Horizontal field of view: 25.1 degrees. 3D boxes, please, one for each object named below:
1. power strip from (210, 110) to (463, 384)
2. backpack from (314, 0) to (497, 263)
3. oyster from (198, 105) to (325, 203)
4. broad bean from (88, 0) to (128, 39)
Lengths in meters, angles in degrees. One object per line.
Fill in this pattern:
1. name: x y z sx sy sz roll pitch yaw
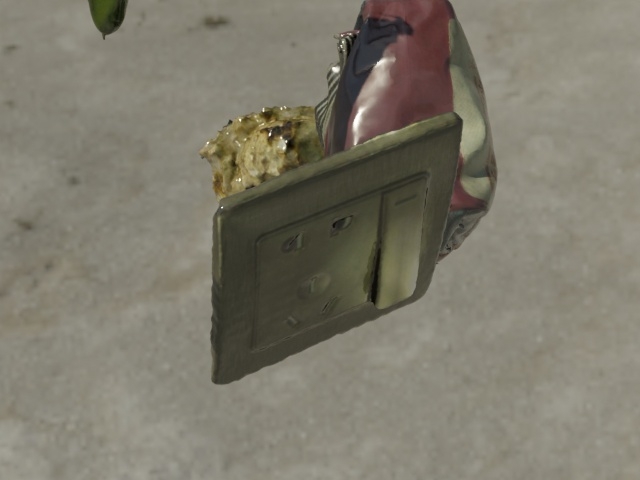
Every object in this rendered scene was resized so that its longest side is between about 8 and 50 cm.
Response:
1. power strip: 0.001 -0.002 1.335 0.251 0.257 0.092 -17 51 -20
2. backpack: 0.088 -0.094 1.621 0.197 0.283 0.317 0 -19 -1
3. oyster: -0.004 -0.123 2.109 0.337 0.198 0.133 -25 45 5
4. broad bean: -0.193 -0.309 1.300 0.046 0.255 0.065 -8 20 -43
